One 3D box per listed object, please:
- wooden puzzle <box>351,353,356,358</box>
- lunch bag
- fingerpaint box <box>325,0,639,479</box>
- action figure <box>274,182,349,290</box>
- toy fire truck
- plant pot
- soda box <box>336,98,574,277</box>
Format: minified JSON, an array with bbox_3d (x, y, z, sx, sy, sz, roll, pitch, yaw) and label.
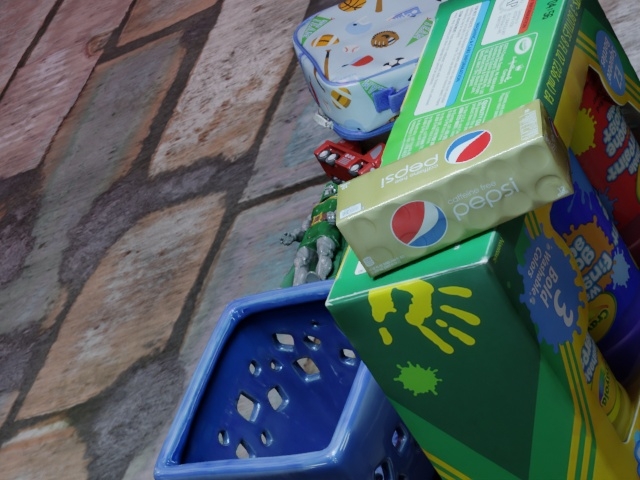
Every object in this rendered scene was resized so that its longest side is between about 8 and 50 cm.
[{"bbox_3d":[0.068,0.121,2.183,0.078,0.014,0.116,-14,34,36],"label":"wooden puzzle"},{"bbox_3d":[0.119,-0.241,2.532,0.303,0.115,0.243,-22,33,-7],"label":"lunch bag"},{"bbox_3d":[0.212,0.026,1.774,0.163,0.371,0.445,-15,33,30],"label":"fingerpaint box"},{"bbox_3d":[0.000,0.000,2.408,0.137,0.063,0.232,-26,25,25],"label":"action figure"},{"bbox_3d":[0.066,-0.128,2.546,0.135,0.047,0.192,-40,28,-13],"label":"toy fire truck"},{"bbox_3d":[0.013,0.191,1.896,0.236,0.212,0.236,-10,43,37],"label":"plant pot"},{"bbox_3d":[0.105,-0.040,1.534,0.181,0.061,0.058,-22,30,18],"label":"soda box"}]
